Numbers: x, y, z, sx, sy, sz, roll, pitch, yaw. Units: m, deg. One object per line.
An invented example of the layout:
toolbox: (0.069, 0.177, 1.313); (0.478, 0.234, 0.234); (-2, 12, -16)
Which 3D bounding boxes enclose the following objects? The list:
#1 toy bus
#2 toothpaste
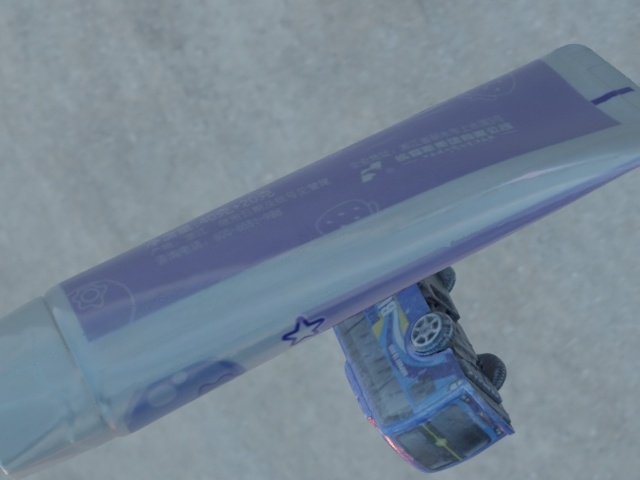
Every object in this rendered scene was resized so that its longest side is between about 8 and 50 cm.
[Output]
toy bus: (0.059, 0.065, 1.214); (0.094, 0.079, 0.236); (-41, 39, 14)
toothpaste: (0.000, 0.000, 0.828); (0.125, 0.371, 0.080); (50, 165, 54)
